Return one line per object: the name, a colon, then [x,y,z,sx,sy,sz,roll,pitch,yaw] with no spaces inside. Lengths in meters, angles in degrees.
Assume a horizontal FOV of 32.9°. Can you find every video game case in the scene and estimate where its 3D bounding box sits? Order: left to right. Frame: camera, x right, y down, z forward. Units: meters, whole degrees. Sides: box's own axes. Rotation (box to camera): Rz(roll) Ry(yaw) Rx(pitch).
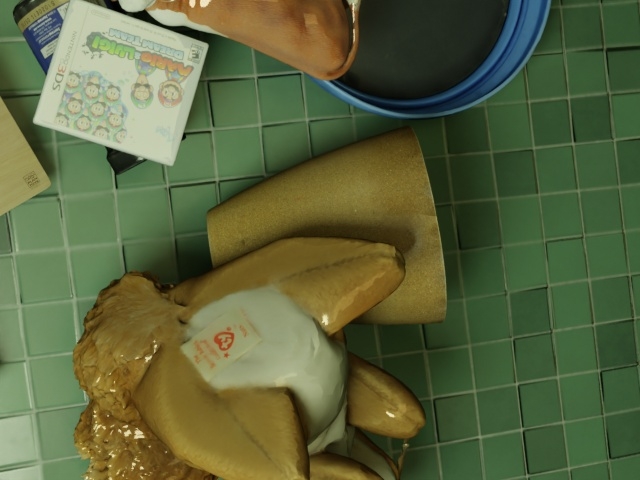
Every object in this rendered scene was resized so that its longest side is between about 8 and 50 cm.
video game case: [-0.215,-0.171,1.181,0.157,0.019,0.143,17,85,-16]

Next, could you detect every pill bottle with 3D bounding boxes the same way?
pill bottle: [-0.247,-0.192,1.246,0.123,0.123,0.219,-30,97,-15]

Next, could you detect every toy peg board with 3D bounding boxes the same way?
toy peg board: [-0.420,-0.096,1.230,0.161,0.079,0.160,-33,114,-14]

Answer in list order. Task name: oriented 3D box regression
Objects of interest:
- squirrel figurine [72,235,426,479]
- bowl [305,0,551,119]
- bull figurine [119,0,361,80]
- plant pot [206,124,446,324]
squirrel figurine: [-0.078,0.199,1.214,0.397,0.370,0.281,6,57,21]
bowl: [0.105,-0.345,1.377,0.391,0.077,0.391,0,89,-16]
bull figurine: [-0.087,-0.296,1.222,0.310,0.101,0.188,22,82,-25]
plant pot: [0.000,0.000,1.283,0.254,0.237,0.237,-9,92,-1]
